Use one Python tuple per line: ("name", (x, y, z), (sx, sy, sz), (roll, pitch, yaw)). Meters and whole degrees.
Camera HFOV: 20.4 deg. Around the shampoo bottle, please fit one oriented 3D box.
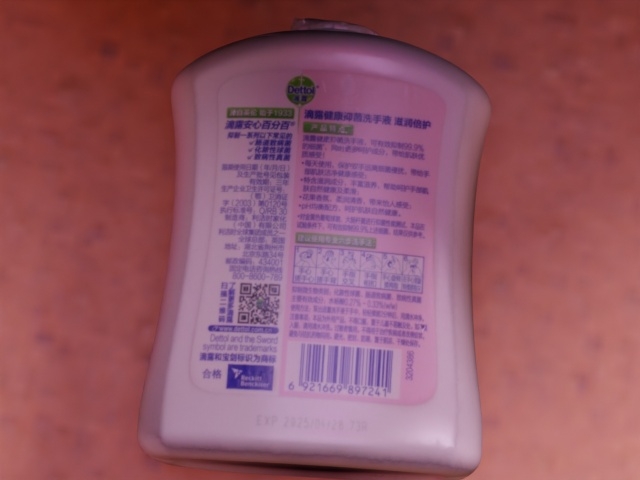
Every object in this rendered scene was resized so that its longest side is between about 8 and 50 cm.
("shampoo bottle", (0.000, 0.000, 0.380), (0.072, 0.043, 0.099), (3, 77, 1))
